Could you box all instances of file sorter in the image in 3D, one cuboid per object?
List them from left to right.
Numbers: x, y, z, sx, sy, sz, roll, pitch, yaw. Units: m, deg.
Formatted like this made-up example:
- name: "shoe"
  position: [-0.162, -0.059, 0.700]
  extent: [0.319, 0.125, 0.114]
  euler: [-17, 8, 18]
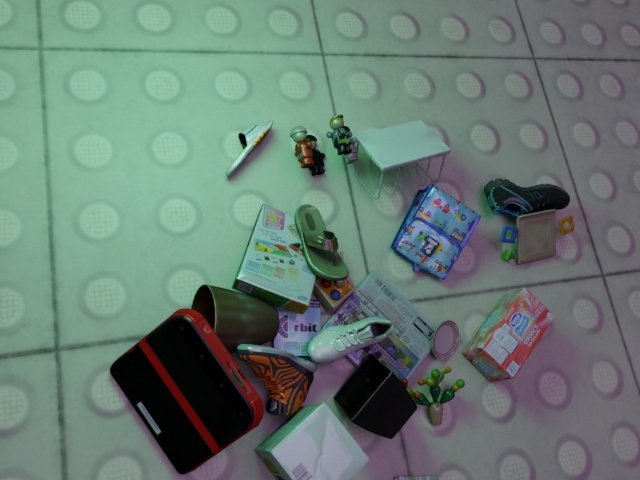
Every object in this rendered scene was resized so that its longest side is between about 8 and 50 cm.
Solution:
- name: "file sorter"
  position: [0.280, -0.283, 2.051]
  extent: [0.277, 0.173, 0.193]
  euler: [-17, 50, -21]

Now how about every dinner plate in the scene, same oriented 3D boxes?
- name: "dinner plate"
  position: [0.426, 0.340, 1.970]
  extent: [0.141, 0.017, 0.141]
  euler: [-4, 97, -37]

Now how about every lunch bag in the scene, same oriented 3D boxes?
- name: "lunch bag"
  position: [0.399, -0.017, 2.065]
  extent: [0.221, 0.138, 0.293]
  euler: [32, 78, -6]

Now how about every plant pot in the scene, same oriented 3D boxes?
- name: "plant pot"
  position: [-0.249, 0.245, 1.732]
  extent: [0.230, 0.215, 0.215]
  euler: [6, 70, -31]
- name: "plant pot"
  position: [0.180, 0.493, 1.768]
  extent: [0.167, 0.188, 0.187]
  euler: [43, 84, -16]

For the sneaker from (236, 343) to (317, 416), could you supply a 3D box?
- name: "sneaker"
  position: [-0.132, 0.416, 1.680]
  extent: [0.321, 0.124, 0.180]
  euler: [32, 66, -42]

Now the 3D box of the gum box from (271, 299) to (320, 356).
- name: "gum box"
  position: [-0.078, 0.281, 1.845]
  extent: [0.156, 0.041, 0.185]
  euler: [4, 70, -16]

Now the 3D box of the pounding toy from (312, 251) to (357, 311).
- name: "pounding toy"
  position: [0.047, 0.136, 1.900]
  extent: [0.141, 0.100, 0.130]
  euler: [-37, 86, -25]

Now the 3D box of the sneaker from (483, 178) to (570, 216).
- name: "sneaker"
  position: [0.797, -0.140, 2.208]
  extent: [0.340, 0.125, 0.140]
  euler: [4, 55, -6]

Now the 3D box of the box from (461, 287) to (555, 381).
- name: "box"
  position: [0.653, 0.328, 2.002]
  extent: [0.154, 0.142, 0.300]
  euler: [44, 65, 0]

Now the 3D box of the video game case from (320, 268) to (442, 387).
- name: "video game case"
  position: [0.208, 0.309, 1.929]
  extent: [0.329, 0.036, 0.300]
  euler: [44, 65, 0]

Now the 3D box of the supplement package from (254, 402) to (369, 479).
- name: "supplement package"
  position: [-0.034, 0.606, 1.627]
  extent: [0.198, 0.263, 0.199]
  euler: [-37, 86, -24]

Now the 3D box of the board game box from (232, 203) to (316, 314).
- name: "board game box"
  position: [-0.122, 0.055, 1.846]
  extent: [0.242, 0.064, 0.317]
  euler: [22, 50, -9]

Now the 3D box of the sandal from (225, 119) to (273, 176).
- name: "sandal"
  position: [-0.257, -0.334, 1.962]
  extent: [0.076, 0.102, 0.265]
  euler: [39, 67, -5]

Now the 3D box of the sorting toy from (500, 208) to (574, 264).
- name: "sorting toy"
  position: [0.820, -0.017, 2.196]
  extent: [0.347, 0.047, 0.196]
  euler: [-10, 106, -20]

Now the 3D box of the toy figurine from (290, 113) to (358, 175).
- name: "toy figurine"
  position: [0.016, -0.331, 1.973]
  extent: [0.209, 0.213, 0.148]
  euler: [-18, 81, 15]

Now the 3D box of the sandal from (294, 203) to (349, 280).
- name: "sandal"
  position: [-0.002, -0.001, 1.841]
  extent: [0.120, 0.086, 0.303]
  euler: [-11, 62, -30]

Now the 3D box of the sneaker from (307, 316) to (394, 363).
- name: "sneaker"
  position: [0.097, 0.301, 1.806]
  extent: [0.297, 0.129, 0.111]
  euler: [-19, 81, -21]

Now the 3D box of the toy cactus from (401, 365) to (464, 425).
- name: "toy cactus"
  position: [0.368, 0.512, 1.889]
  extent: [0.218, 0.112, 0.181]
  euler: [-4, 93, -24]

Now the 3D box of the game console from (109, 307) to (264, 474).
- name: "game console"
  position: [-0.374, 0.418, 1.600]
  extent: [0.342, 0.060, 0.387]
  euler: [-38, 84, 20]

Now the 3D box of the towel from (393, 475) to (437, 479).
- name: "towel"
  position: [0.302, 0.799, 1.804]
  extent: [0.152, 0.023, 0.113]
  euler: [5, 73, -18]
